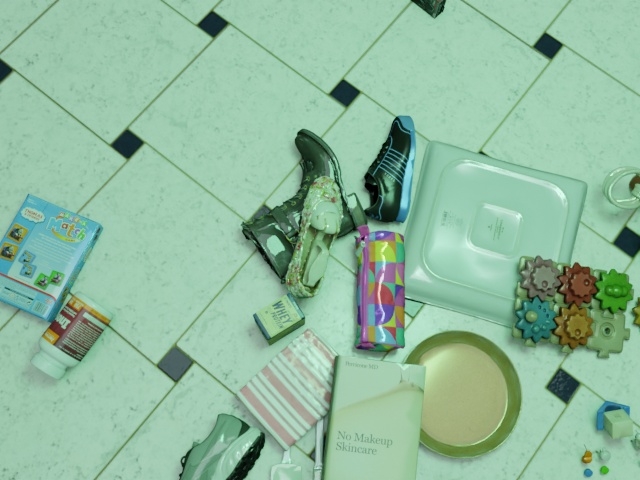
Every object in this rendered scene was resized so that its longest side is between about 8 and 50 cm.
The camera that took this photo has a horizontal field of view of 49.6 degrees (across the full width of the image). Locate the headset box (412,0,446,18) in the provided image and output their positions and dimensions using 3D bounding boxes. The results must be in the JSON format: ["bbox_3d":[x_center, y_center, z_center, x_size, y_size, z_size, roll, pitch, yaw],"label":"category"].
[{"bbox_3d":[0.242,-0.536,1.530,0.083,0.062,0.032,43,77,9],"label":"headset box"}]

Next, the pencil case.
[{"bbox_3d":[0.110,0.094,1.321,0.105,0.104,0.236,-1,76,-2],"label":"pencil case"}]

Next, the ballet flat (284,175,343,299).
[{"bbox_3d":[0.000,0.000,1.297,0.091,0.077,0.240,11,94,-26],"label":"ballet flat"}]

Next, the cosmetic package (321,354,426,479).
[{"bbox_3d":[0.087,0.363,1.211,0.160,0.113,0.309,6,81,0],"label":"cosmetic package"}]

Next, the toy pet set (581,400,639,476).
[{"bbox_3d":[0.539,0.366,1.292,0.122,0.065,0.114,-9,109,-2],"label":"toy pet set"}]

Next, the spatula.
[{"bbox_3d":[-0.006,0.373,1.280,0.168,0.019,0.241,1,74,-1],"label":"spatula"}]

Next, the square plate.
[{"bbox_3d":[0.346,-0.013,1.389,0.344,0.049,0.347,16,74,2],"label":"square plate"}]

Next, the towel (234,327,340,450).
[{"bbox_3d":[-0.042,0.275,1.294,0.197,0.029,0.144,-41,79,-14],"label":"towel"}]

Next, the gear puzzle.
[{"bbox_3d":[0.533,0.136,1.328,0.339,0.044,0.175,10,83,-12],"label":"gear puzzle"}]

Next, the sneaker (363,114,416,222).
[{"bbox_3d":[0.137,-0.151,1.403,0.091,0.081,0.232,8,75,-10],"label":"sneaker"}]

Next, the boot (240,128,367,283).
[{"bbox_3d":[-0.055,-0.073,1.371,0.229,0.091,0.262,-28,79,-10],"label":"boot"}]

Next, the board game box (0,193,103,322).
[{"bbox_3d":[-0.546,0.033,1.349,0.160,0.039,0.211,23,75,4],"label":"board game box"}]

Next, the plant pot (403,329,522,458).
[{"bbox_3d":[0.260,0.289,1.307,0.237,0.032,0.236,1,73,-2],"label":"plant pot"}]

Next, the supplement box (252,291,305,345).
[{"bbox_3d":[-0.077,0.149,1.308,0.083,0.083,0.056,-31,77,-10],"label":"supplement box"}]

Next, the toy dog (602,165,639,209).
[{"bbox_3d":[0.729,-0.133,1.409,0.220,0.161,0.333,44,92,7],"label":"toy dog"}]

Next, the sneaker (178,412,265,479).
[{"bbox_3d":[-0.214,0.430,1.225,0.108,0.100,0.271,31,71,21],"label":"sneaker"}]

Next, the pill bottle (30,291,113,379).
[{"bbox_3d":[-0.463,0.178,1.285,0.086,0.086,0.152,32,75,7],"label":"pill bottle"}]
